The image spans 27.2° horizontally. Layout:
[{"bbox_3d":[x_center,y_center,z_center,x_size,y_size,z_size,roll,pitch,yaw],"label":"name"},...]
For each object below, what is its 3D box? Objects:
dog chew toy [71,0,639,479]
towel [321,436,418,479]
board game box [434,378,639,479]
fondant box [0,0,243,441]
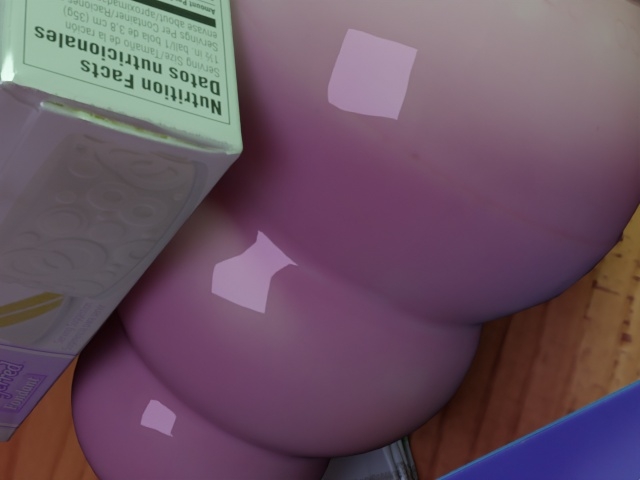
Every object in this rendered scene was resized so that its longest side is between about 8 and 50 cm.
[{"bbox_3d":[0.000,0.000,0.598,0.206,0.207,0.331,44,112,22],"label":"dog chew toy"},{"bbox_3d":[0.004,0.159,0.677,0.113,0.023,0.152,-20,78,23],"label":"towel"},{"bbox_3d":[0.089,0.123,0.505,0.347,0.233,0.078,-30,73,17],"label":"board game box"},{"bbox_3d":[-0.140,-0.109,0.611,0.238,0.096,0.330,-47,38,42],"label":"fondant box"}]
